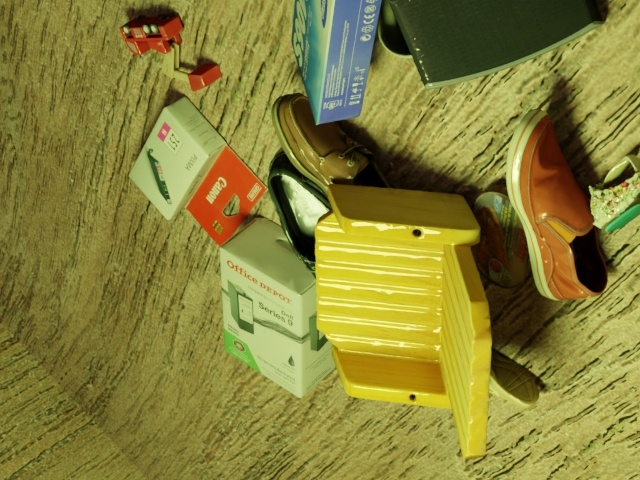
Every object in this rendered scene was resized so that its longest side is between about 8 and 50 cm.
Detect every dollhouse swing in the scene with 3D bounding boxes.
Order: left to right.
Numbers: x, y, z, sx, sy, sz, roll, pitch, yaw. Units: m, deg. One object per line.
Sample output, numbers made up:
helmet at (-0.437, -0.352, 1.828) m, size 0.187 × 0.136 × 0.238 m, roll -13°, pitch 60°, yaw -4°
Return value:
dollhouse swing at (0.121, 0.143, 2.002) m, size 0.315 × 0.305 × 0.346 m, roll 5°, pitch 123°, yaw 10°

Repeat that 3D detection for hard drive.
hard drive at (0.225, -0.303, 1.663) m, size 0.255 × 0.054 × 0.172 m, roll -19°, pitch 110°, yaw 18°

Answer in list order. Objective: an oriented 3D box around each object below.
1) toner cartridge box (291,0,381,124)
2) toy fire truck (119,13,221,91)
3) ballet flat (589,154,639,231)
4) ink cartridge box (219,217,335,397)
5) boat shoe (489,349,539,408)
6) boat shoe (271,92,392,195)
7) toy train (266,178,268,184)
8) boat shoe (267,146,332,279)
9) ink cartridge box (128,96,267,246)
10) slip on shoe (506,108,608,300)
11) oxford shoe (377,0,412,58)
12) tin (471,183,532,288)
toner cartridge box at (0.019, -0.329, 1.837) m, size 0.348 × 0.075 × 0.165 m, roll 99°, pitch 156°, yaw -63°
toy fire truck at (-0.275, -0.341, 2.313) m, size 0.192 × 0.047 × 0.135 m, roll 7°, pitch 128°, yaw 46°
ballet flat at (0.439, -0.088, 1.708) m, size 0.241 × 0.091 × 0.077 m, roll -40°, pitch 67°, yaw 52°
ink cartridge box at (-0.080, 0.129, 2.453) m, size 0.211 × 0.121 × 0.289 m, roll 29°, pitch 139°, yaw 28°
boat shoe at (0.304, 0.235, 2.174) m, size 0.170 × 0.063 × 0.059 m, roll 40°, pitch 148°, yaw 32°
boat shoe at (0.044, -0.127, 2.107) m, size 0.104 × 0.110 × 0.307 m, roll -17°, pitch 118°, yaw 50°
toy train at (-0.078, -0.122, 2.317) m, size 0.024 × 0.017 × 0.083 m, roll 34°, pitch 143°, yaw 6°
boat shoe at (0.003, -0.002, 2.221) m, size 0.127 × 0.113 × 0.340 m, roll -17°, pitch 106°, yaw 21°
ink cartridge box at (-0.246, -0.115, 2.477) m, size 0.239 × 0.060 × 0.275 m, roll 49°, pitch 145°, yaw 6°
slip on shoe at (0.345, -0.047, 1.823) m, size 0.101 × 0.123 × 0.331 m, roll 8°, pitch 132°, yaw 36°
oxford shoe at (0.126, -0.435, 1.704) m, size 0.169 × 0.130 × 0.449 m, roll 22°, pitch 135°, yaw 38°
tin at (0.289, -0.006, 1.989) m, size 0.106 × 0.040 × 0.189 m, roll 34°, pitch 143°, yaw 30°
